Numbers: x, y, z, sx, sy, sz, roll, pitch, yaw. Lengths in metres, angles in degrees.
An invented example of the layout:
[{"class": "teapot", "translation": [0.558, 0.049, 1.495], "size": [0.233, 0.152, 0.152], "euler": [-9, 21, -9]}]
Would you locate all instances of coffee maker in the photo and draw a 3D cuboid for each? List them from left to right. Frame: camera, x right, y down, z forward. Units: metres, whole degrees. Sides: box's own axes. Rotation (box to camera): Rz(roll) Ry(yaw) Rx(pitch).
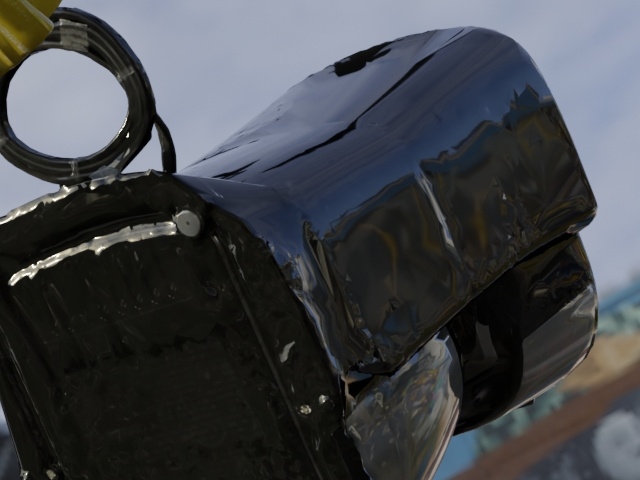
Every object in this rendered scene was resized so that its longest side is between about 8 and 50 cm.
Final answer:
[{"class": "coffee maker", "translation": [0.000, 0.000, 0.552], "size": [0.178, 0.120, 0.171], "euler": [-39, -48, -57]}]

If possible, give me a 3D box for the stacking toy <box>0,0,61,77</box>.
[{"class": "stacking toy", "translation": [-0.097, -0.145, 0.438], "size": [0.052, 0.221, 0.167], "euler": [-29, -64, 39]}]
